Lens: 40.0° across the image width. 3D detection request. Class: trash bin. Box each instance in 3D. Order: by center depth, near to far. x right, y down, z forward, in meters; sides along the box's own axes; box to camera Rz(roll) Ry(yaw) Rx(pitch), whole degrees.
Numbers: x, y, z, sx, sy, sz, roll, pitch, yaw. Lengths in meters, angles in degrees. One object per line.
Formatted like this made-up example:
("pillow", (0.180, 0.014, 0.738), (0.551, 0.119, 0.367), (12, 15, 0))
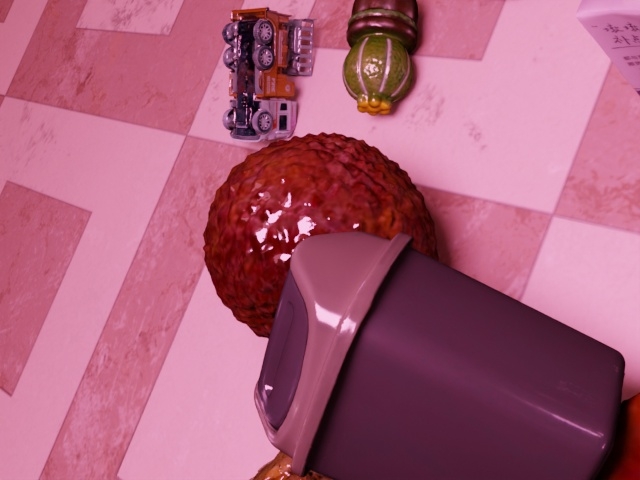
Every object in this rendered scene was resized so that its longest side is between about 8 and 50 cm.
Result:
("trash bin", (0.090, 0.127, 0.757), (0.291, 0.182, 0.209), (24, 124, 11))

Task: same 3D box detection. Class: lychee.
("lychee", (0.000, 0.000, 0.946), (0.261, 0.261, 0.260), (-19, 59, 35))

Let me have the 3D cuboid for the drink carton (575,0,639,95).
("drink carton", (0.333, -0.178, 0.748), (0.134, 0.222, 0.101), (18, 83, 45))

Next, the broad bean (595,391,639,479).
("broad bean", (0.309, 0.173, 0.681), (0.228, 0.122, 0.156), (-47, 44, 20))

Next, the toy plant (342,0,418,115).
("toy plant", (0.075, -0.236, 1.100), (0.093, 0.093, 0.162), (-7, 70, 40))

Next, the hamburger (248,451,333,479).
("hamburger", (-0.017, 0.275, 0.883), (0.130, 0.206, 0.183), (42, 104, 7))

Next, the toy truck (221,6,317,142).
("toy truck", (-0.069, -0.224, 1.214), (0.080, 0.115, 0.177), (11, 101, 44))
